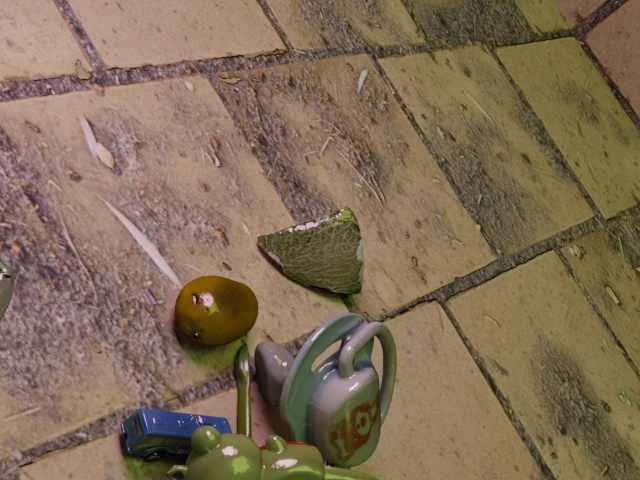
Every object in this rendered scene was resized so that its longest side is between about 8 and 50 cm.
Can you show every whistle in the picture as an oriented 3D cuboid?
[{"bbox_3d":[-0.058,0.308,1.607,0.288,0.131,0.106,9,10,-23],"label":"whistle"}]

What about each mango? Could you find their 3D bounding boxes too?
[{"bbox_3d":[-0.140,0.095,1.785,0.103,0.076,0.161,52,26,11],"label":"mango"}]

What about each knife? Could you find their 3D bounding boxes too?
[{"bbox_3d":[-0.107,0.214,1.762,0.026,0.022,0.184,54,24,-45],"label":"knife"}]

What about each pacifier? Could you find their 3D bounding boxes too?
[{"bbox_3d":[-0.010,0.206,1.756,0.207,0.279,0.227,19,40,30],"label":"pacifier"}]

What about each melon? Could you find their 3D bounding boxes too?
[{"bbox_3d":[0.003,-0.001,2.005,0.202,0.139,0.093,24,21,-30],"label":"melon"}]

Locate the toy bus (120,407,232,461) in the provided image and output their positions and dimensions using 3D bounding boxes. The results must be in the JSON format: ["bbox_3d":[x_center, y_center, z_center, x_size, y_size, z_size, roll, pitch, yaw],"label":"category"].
[{"bbox_3d":[-0.179,0.250,1.614,0.153,0.061,0.051,13,45,-40],"label":"toy bus"}]

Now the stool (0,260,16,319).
[{"bbox_3d":[-0.497,0.079,1.308,0.269,0.170,0.243,39,37,-18],"label":"stool"}]

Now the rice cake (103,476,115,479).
[{"bbox_3d":[-0.298,0.314,1.447,0.042,0.030,0.180,54,34,8],"label":"rice cake"}]
